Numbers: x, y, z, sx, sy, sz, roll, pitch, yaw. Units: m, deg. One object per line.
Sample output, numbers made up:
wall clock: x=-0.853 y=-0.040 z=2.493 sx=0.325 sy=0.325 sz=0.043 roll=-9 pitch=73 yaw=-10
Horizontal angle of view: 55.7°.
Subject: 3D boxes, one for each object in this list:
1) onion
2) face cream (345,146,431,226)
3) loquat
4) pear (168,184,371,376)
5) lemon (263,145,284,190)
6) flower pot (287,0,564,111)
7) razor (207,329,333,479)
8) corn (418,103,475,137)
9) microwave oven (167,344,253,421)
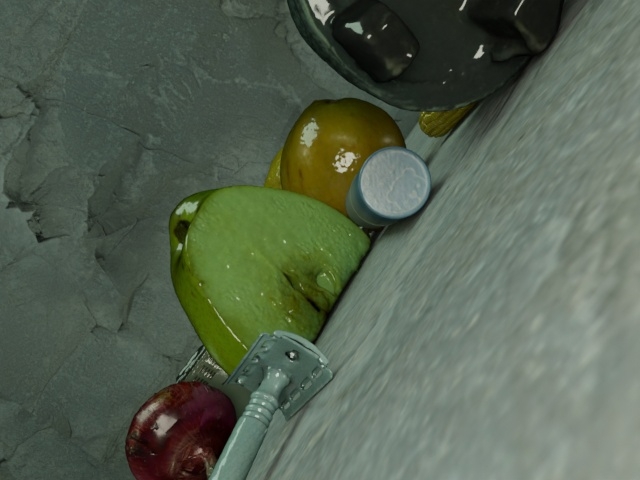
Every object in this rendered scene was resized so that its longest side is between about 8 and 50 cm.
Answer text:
onion: x=-0.158 y=0.257 z=0.755 sx=0.140 sy=0.150 sz=0.150 roll=8 pitch=57 yaw=54
face cream: x=0.074 y=-0.056 z=0.730 sx=0.077 sy=0.077 sz=0.250 roll=-55 pitch=0 yaw=-1
loquat: x=0.042 y=-0.100 z=0.947 sx=0.213 sy=0.214 sz=0.246 roll=126 pitch=137 yaw=-51
pear: x=-0.098 y=0.049 z=0.818 sx=0.159 sy=0.292 sz=0.292 roll=-40 pitch=12 yaw=49
lemon: x=0.000 y=-0.100 z=1.286 sx=0.319 sy=0.245 sz=0.245 roll=-62 pitch=-2 yaw=24
flower pot: x=0.106 y=-0.291 z=0.609 sx=0.299 sy=0.299 sz=0.283 roll=-55 pitch=19 yaw=11
razor: x=-0.072 y=0.179 z=0.433 sx=0.106 sy=0.068 sz=0.232 roll=-55 pitch=5 yaw=47
corn: x=0.187 y=-0.204 z=0.827 sx=0.067 sy=0.067 sz=0.206 roll=-55 pitch=-2 yaw=-19
microwave oven: x=-0.159 y=0.228 z=0.967 sx=0.163 sy=0.129 sz=0.205 roll=-56 pitch=1 yaw=-8
